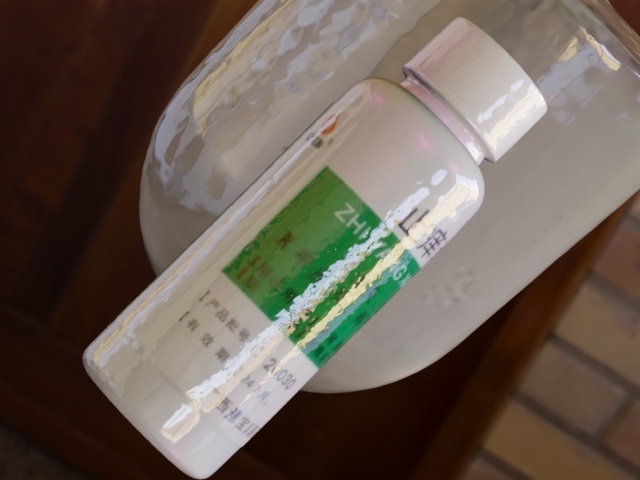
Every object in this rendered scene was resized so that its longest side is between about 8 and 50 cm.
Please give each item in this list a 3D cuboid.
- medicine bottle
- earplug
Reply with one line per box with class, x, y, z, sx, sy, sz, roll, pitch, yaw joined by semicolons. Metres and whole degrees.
medicine bottle;0.000;0.000;0.994;0.095;0.260;0.095;44;-3;2
earplug;0.054;-0.067;1.517;0.312;0.394;0.312;42;13;-12
